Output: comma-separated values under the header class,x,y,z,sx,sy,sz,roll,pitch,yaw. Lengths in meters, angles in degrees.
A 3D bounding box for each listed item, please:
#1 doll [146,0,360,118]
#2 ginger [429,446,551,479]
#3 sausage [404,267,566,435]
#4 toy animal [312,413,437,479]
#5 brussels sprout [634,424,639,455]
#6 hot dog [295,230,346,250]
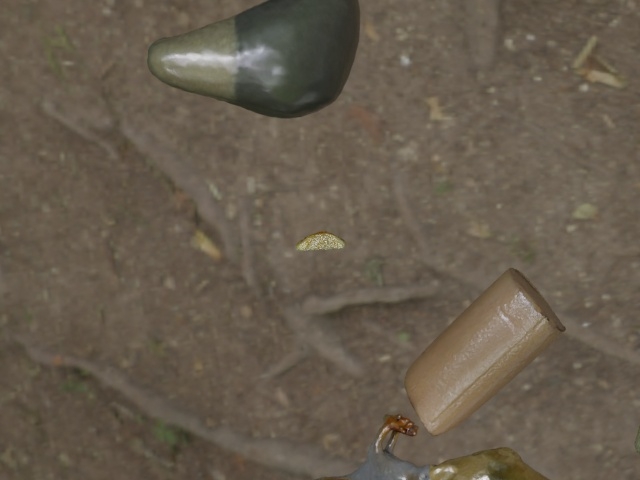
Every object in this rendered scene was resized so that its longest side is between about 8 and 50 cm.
class,x,y,z,sx,sy,sz,roll,pitch,yaw
doll,-0.132,-0.349,1.309,0.252,0.382,0.378,105,160,-63
ginger,0.216,0.297,1.277,0.190,0.095,0.069,29,158,15
sausage,0.232,0.167,1.637,0.253,0.123,0.123,-45,62,16
toy animal,0.075,0.425,1.895,0.284,0.225,0.302,23,92,43
brussels sprout,0.546,0.318,1.100,0.361,0.425,0.342,12,78,64
hot dog,0.000,0.000,1.955,0.030,0.090,0.034,-106,14,-85
